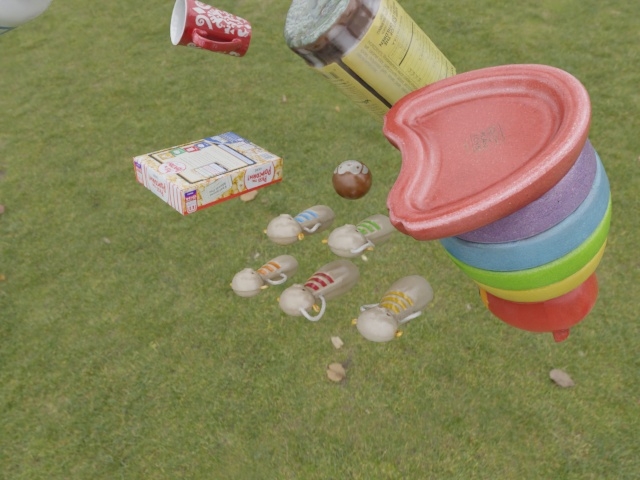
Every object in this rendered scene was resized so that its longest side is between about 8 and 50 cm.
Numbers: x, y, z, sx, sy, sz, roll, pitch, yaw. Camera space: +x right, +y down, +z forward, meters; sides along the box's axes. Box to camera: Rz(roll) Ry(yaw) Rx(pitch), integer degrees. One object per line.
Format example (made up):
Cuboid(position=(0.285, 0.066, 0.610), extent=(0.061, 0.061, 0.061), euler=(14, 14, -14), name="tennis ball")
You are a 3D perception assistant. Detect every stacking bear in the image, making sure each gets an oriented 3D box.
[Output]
Cuboid(position=(0.195, -0.007, 0.481), extent=(0.164, 0.289, 0.175), euler=(-18, 45, 24), name="stacking bear")

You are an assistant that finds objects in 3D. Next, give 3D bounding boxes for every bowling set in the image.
Cuboid(position=(0.000, 0.000, 0.642), extent=(0.287, 0.199, 0.154), euler=(5, 16, 32), name="bowling set")

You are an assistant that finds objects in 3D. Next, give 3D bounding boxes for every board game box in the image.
Cuboid(position=(-0.183, -0.119, 0.810), extent=(0.194, 0.045, 0.147), euler=(-25, 44, -37), name="board game box")

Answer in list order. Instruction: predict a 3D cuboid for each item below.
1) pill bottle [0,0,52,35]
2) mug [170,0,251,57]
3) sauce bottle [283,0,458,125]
Cuboid(position=(-0.339, -0.258, 0.464), extent=(0.222, 0.124, 0.124), euler=(-7, 47, 27), name="pill bottle")
Cuboid(position=(-0.261, -0.494, 1.185), extent=(0.169, 0.113, 0.150), euler=(2, 71, -35), name="mug")
Cuboid(position=(0.108, -0.181, 0.594), extent=(0.111, 0.344, 0.111), euler=(-20, 58, 36), name="sauce bottle")
